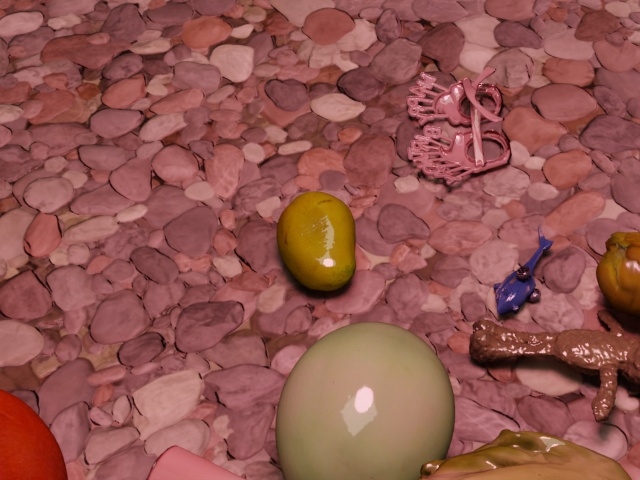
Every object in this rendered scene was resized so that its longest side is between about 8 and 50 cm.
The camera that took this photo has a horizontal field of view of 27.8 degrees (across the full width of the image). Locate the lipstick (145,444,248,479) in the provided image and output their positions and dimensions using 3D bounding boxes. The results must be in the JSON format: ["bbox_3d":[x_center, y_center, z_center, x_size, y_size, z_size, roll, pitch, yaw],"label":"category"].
[{"bbox_3d":[-0.062,0.358,1.596,0.327,0.087,0.087,23,55,21],"label":"lipstick"}]

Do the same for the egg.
[{"bbox_3d":[0.055,0.226,1.613,0.220,0.220,0.269,12,50,13],"label":"egg"}]

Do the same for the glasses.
[{"bbox_3d":[0.212,-0.194,2.048,0.162,0.095,0.255,-8,47,7],"label":"glasses"}]

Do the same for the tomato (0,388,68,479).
[{"bbox_3d":[-0.455,0.339,1.526,0.341,0.273,0.341,-8,59,14],"label":"tomato"}]

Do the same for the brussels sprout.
[{"bbox_3d":[0.208,0.345,1.463,0.328,0.328,0.247,-20,54,-13],"label":"brussels sprout"}]

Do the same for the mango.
[{"bbox_3d":[-0.007,0.000,1.895,0.117,0.089,0.163,-2,50,2],"label":"mango"}]

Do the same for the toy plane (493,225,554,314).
[{"bbox_3d":[0.293,0.047,1.868,0.062,0.054,0.167,6,46,43],"label":"toy plane"}]

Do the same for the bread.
[{"bbox_3d":[0.571,0.070,1.780,0.383,0.112,0.166,8,13,7],"label":"bread"}]

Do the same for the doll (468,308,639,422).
[{"bbox_3d":[0.363,0.145,1.763,0.286,0.091,0.203,19,29,37],"label":"doll"}]
